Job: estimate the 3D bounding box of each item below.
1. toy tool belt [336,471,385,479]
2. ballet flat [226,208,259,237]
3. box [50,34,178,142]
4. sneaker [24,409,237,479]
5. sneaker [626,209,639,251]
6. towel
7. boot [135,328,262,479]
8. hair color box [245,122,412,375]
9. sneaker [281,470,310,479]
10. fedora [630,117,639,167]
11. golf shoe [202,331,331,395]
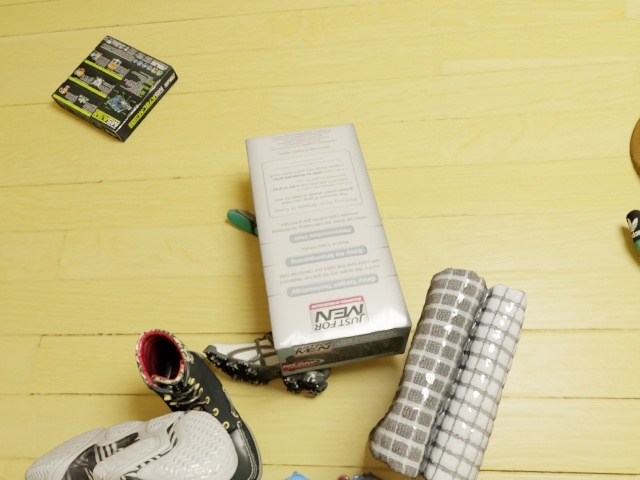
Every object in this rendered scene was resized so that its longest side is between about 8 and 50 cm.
[{"bbox_3d":[0.059,0.346,0.759,0.083,0.051,0.052,17,70,16],"label":"toy tool belt"},{"bbox_3d":[-0.111,-0.028,0.962,0.114,0.041,0.041,30,74,19],"label":"ballet flat"},{"bbox_3d":[-0.422,-0.316,1.129,0.191,0.045,0.184,28,76,18],"label":"box"},{"bbox_3d":[-0.215,0.343,0.686,0.366,0.137,0.210,-19,95,35],"label":"sneaker"},{"bbox_3d":[0.612,-0.064,0.824,0.302,0.108,0.121,-27,70,-2],"label":"sneaker"},{"bbox_3d":[0.148,0.180,0.691,0.121,0.283,0.235,19,73,12],"label":"towel"},{"bbox_3d":[-0.173,0.239,0.770,0.085,0.178,0.236,-31,64,-9],"label":"boot"},{"bbox_3d":[0.000,0.000,0.851,0.185,0.113,0.374,-9,57,-4],"label":"hair color box"},{"bbox_3d":[0.001,0.377,0.734,0.240,0.091,0.126,3,59,3],"label":"sneaker"},{"bbox_3d":[0.597,-0.170,0.872,0.079,0.194,0.194,28,68,-23],"label":"fedora"},{"bbox_3d":[-0.079,0.175,0.851,0.198,0.077,0.094,11,58,6],"label":"golf shoe"}]
